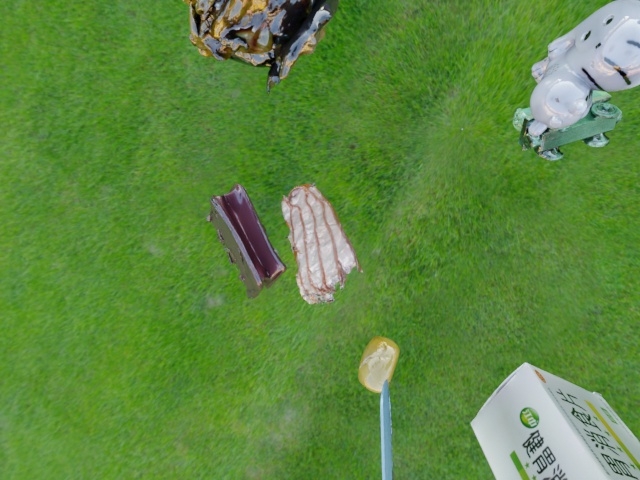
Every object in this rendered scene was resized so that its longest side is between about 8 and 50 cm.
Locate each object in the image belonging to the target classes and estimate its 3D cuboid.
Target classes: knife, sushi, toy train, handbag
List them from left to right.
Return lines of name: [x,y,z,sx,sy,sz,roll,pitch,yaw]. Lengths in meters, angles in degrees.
handbag: [-0.150,0.006,1.083,0.074,0.216,0.203,-27,83,-17]
sushi: [-0.079,-0.316,0.652,0.204,0.200,0.213,27,122,-20]
knife: [0.090,0.343,0.710,0.019,0.044,0.313,-7,72,25]
toy train: [0.453,-0.224,1.014,0.200,0.132,0.083,-15,136,-14]

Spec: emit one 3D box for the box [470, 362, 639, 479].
box: [0.349,0.334,0.693,0.173,0.333,0.145,23,112,-18]

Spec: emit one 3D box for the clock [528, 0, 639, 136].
clock: [0.329,-0.202,0.654,0.080,0.117,0.176,29,152,-18]

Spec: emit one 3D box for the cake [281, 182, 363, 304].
cake: [-0.006,0.003,0.856,0.098,0.287,0.135,-24,115,2]

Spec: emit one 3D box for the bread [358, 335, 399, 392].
bread: [0.113,0.254,1.118,0.082,0.056,0.115,26,99,55]
